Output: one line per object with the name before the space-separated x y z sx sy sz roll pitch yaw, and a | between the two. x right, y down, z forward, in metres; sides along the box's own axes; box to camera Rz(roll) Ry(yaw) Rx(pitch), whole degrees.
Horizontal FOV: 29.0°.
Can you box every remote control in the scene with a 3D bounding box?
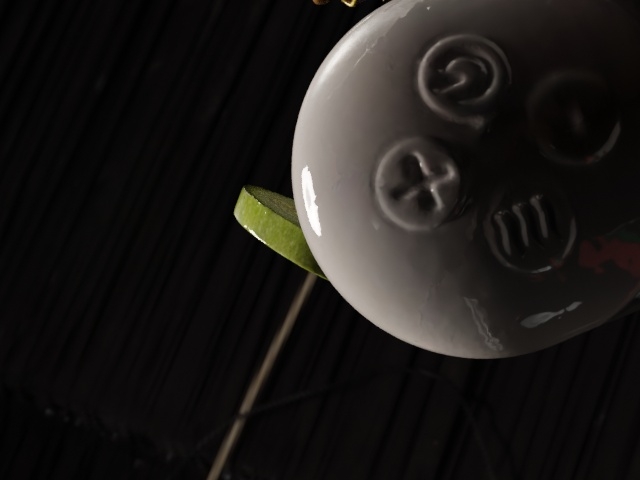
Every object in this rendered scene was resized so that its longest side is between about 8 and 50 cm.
remote control | 0.145 -0.064 0.715 0.103 0.332 0.221 105 142 -85

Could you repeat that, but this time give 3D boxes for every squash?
squash | 0.000 0.000 1.704 0.252 0.049 0.252 26 -171 -4

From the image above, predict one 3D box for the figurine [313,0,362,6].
figurine | 0.010 -0.417 1.599 0.263 0.189 0.142 58 160 -18
